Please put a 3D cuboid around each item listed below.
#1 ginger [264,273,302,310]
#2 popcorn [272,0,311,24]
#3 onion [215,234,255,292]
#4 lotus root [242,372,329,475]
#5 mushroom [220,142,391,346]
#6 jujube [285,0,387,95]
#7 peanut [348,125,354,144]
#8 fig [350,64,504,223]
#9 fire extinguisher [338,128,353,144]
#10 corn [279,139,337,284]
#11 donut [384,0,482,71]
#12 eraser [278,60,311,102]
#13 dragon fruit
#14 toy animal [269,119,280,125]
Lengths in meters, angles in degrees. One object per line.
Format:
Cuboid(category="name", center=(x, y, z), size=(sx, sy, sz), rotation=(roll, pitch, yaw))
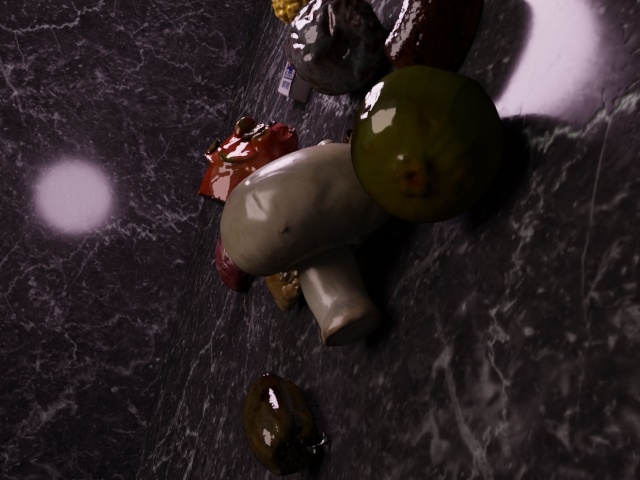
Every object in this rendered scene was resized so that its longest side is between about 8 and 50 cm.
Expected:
Cuboid(category="ginger", center=(-0.083, 0.051, 1.481), size=(0.157, 0.102, 0.216), rotation=(98, 162, -59))
Cuboid(category="popcorn", center=(-0.058, -0.822, 2.103), size=(0.250, 0.190, 0.250), rotation=(-168, 90, -83))
Cuboid(category="onion", center=(-0.263, 0.019, 2.039), size=(0.227, 0.120, 0.283), rotation=(-60, 22, 22))
Cuboid(category="lotus root", center=(-0.076, 0.336, 1.200), size=(0.123, 0.124, 0.241), rotation=(-59, 21, 7))
Cuboid(category="mushroom", center=(-0.020, -0.030, 1.099), size=(0.356, 0.315, 0.315), rotation=(-93, 26, -57))
Cuboid(category="jujube", center=(0.029, -0.446, 1.473), size=(0.317, 0.226, 0.226), rotation=(-110, 41, -70))
Cuboid(category="peanut", center=(0.092, -0.186, 1.253), size=(0.076, 0.076, 0.152), rotation=(-121, 47, -66))
Cuboid(category="fig", center=(0.138, -0.142, 0.878), size=(0.207, 0.207, 0.230), rotation=(125, 154, -43))
Cuboid(category="fire extinguisher", center=(0.042, -0.183, 1.448), size=(0.064, 0.043, 0.158), rotation=(-49, -2, -42))
Cuboid(category="corn", center=(-0.002, -0.052, 1.332), size=(0.122, 0.123, 0.305), rotation=(-162, 88, -71))
Cuboid(category="donut", center=(0.190, -0.369, 1.073), size=(0.186, 0.126, 0.144), rotation=(-61, 29, 32))
Cuboid(category="eraser", center=(-0.076, -0.509, 2.043), size=(0.210, 0.068, 0.124), rotation=(-128, 54, -69))
Cuboid(category="dragon fruit", center=(-0.137, -0.167, 1.591), size=(0.305, 0.305, 0.226), rotation=(-174, 101, -71))
Cuboid(category="toy animal", center=(-0.184, -0.197, 1.938), size=(0.090, 0.195, 0.324), rotation=(34, 115, 31))
